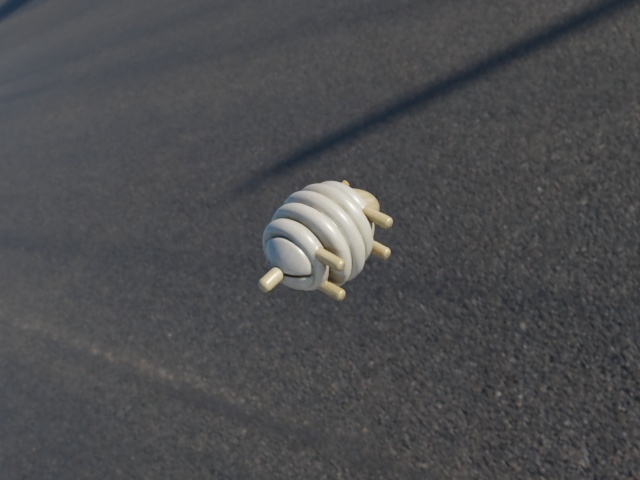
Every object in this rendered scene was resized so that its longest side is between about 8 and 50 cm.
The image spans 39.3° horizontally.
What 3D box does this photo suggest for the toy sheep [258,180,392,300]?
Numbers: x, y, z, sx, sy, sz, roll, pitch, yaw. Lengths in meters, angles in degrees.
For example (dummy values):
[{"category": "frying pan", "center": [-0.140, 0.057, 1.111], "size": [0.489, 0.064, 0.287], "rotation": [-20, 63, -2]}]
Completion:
[{"category": "toy sheep", "center": [0.000, 0.000, 0.707], "size": [0.091, 0.091, 0.132], "rotation": [-5, 25, 49]}]
